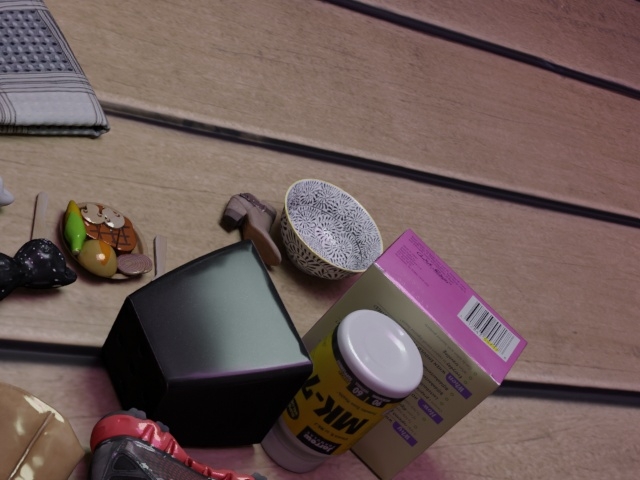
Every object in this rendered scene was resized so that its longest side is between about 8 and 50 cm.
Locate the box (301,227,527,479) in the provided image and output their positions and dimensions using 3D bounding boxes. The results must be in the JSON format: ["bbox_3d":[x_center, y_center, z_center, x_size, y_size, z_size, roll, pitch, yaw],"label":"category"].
[{"bbox_3d":[0.100,0.150,1.572,0.213,0.243,0.117,44,35,3],"label":"box"}]

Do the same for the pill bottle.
[{"bbox_3d":[0.019,0.189,1.485,0.119,0.208,0.119,25,38,-22],"label":"pill bottle"}]

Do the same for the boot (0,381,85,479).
[{"bbox_3d":[-0.293,0.286,1.196,0.236,0.089,0.269,36,35,-8],"label":"boot"}]

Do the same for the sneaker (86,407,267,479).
[{"bbox_3d":[-0.137,0.298,1.322,0.276,0.098,0.135,31,37,-12],"label":"sneaker"}]

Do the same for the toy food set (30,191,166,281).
[{"bbox_3d":[-0.271,-0.002,1.556,0.192,0.038,0.132,20,41,-27],"label":"toy food set"}]

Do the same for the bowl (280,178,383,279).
[{"bbox_3d":[0.000,0.000,1.774,0.170,0.080,0.170,26,38,-22],"label":"bowl"}]

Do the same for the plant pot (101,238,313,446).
[{"bbox_3d":[-0.147,0.133,1.426,0.167,0.187,0.188,-8,58,-34],"label":"plant pot"}]

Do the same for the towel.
[{"bbox_3d":[-0.470,-0.266,1.630,0.324,0.056,0.312,-5,57,-45],"label":"towel"}]

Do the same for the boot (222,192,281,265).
[{"bbox_3d":[-0.086,-0.022,1.751,0.118,0.042,0.087,44,33,2],"label":"boot"}]

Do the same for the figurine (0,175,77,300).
[{"bbox_3d":[-0.407,-0.011,1.409,0.215,0.092,0.209,51,30,13],"label":"figurine"}]
